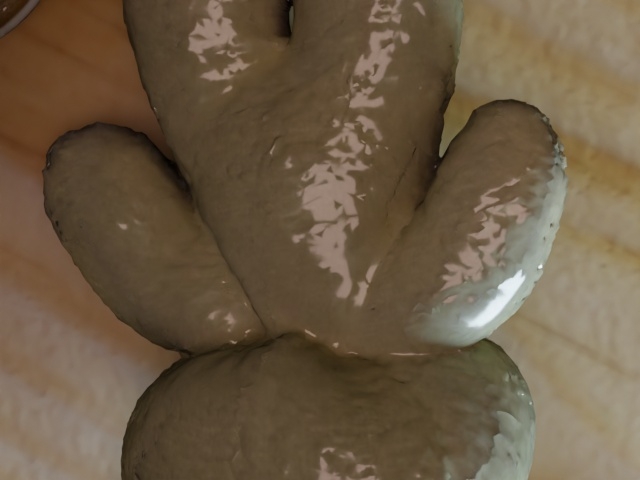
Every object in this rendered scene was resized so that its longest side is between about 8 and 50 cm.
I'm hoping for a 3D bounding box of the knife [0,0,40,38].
[{"bbox_3d":[-0.082,-0.174,0.704,0.046,0.022,0.256,26,96,-23],"label":"knife"}]

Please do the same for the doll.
[{"bbox_3d":[0.005,0.000,0.701,0.149,0.175,0.278,-3,92,-38],"label":"doll"}]
